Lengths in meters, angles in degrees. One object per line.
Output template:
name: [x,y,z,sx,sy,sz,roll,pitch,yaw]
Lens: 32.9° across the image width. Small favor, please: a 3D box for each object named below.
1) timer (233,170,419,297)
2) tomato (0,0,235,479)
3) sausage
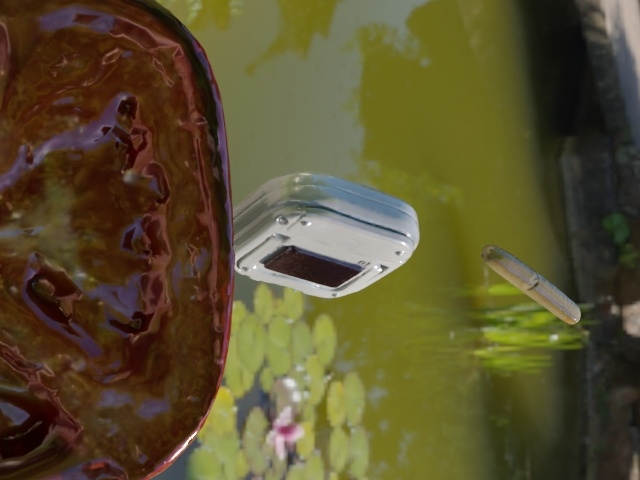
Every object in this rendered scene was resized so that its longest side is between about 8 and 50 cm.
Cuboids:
timer: [0.000,-0.001,1.568,0.262,0.237,0.087,17,54,-31]
tomato: [-0.116,0.003,0.350,0.082,0.174,0.166,157,-71,-82]
sausage: [0.202,0.041,1.034,0.132,0.024,0.024,35,51,-28]
